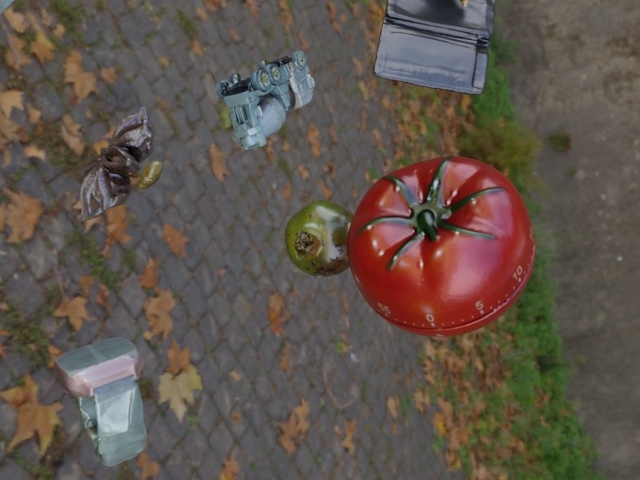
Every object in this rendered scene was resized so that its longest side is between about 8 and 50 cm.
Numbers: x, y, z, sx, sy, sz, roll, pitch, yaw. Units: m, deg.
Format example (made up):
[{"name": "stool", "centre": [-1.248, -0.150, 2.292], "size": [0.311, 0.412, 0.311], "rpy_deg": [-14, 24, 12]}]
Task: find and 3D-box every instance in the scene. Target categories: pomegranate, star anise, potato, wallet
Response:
[{"name": "pomegranate", "centre": [0.002, -0.012, 1.877], "size": [0.246, 0.198, 0.198], "rpy_deg": [56, 26, -67]}, {"name": "star anise", "centre": [-0.356, -0.123, 1.319], "size": [0.073, 0.212, 0.197], "rpy_deg": [32, 36, -30]}, {"name": "potato", "centre": [-0.422, -0.157, 1.871], "size": [0.045, 0.092, 0.046], "rpy_deg": [30, 28, -32]}, {"name": "wallet", "centre": [0.254, -0.445, 1.644], "size": [0.041, 0.247, 0.323], "rpy_deg": [104, -1, -59]}]

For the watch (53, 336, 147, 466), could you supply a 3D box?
[{"name": "watch", "centre": [-0.428, 0.334, 1.524], "size": [0.162, 0.253, 0.241], "rpy_deg": [-15, 101, -25]}]

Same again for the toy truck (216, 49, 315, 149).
[{"name": "toy truck", "centre": [-0.106, -0.287, 1.545], "size": [0.256, 0.108, 0.140], "rpy_deg": [-45, 121, -53]}]

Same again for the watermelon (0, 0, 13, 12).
[{"name": "watermelon", "centre": [-0.619, -0.468, 1.233], "size": [0.175, 0.322, 0.188], "rpy_deg": [42, -12, 18]}]

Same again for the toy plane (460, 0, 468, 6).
[{"name": "toy plane", "centre": [0.303, -0.674, 1.672], "size": [0.204, 0.103, 0.316], "rpy_deg": [7, 91, -88]}]

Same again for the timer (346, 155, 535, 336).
[{"name": "timer", "centre": [0.245, 0.013, 1.559], "size": [0.279, 0.378, 0.378], "rpy_deg": [60, 25, -50]}]
